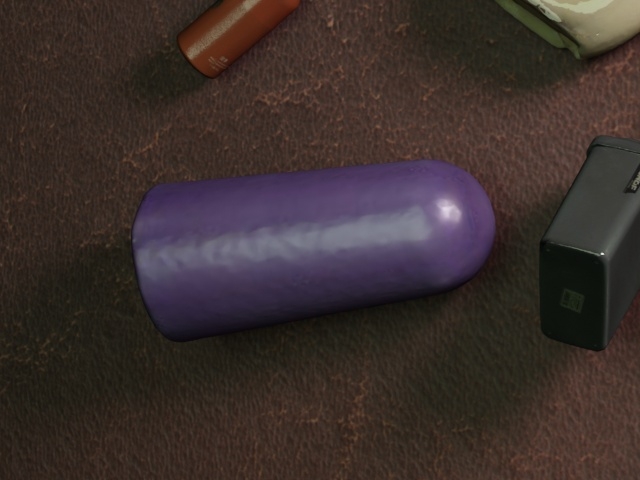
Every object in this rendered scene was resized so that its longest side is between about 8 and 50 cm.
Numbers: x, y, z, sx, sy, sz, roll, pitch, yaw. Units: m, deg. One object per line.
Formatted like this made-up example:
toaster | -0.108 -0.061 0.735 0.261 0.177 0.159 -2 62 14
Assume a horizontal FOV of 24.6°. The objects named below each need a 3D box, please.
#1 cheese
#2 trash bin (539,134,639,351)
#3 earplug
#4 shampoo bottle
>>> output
cheese | 0.320 -0.361 1.803 0.266 0.127 0.233 38 99 19
trash bin | 0.336 -0.007 1.717 0.101 0.236 0.177 17 136 24
earplug | 0.000 0.000 1.889 0.456 0.215 0.215 -8 83 21
shampoo bottle | -0.086 -0.324 2.009 0.244 0.085 0.085 -39 72 15
